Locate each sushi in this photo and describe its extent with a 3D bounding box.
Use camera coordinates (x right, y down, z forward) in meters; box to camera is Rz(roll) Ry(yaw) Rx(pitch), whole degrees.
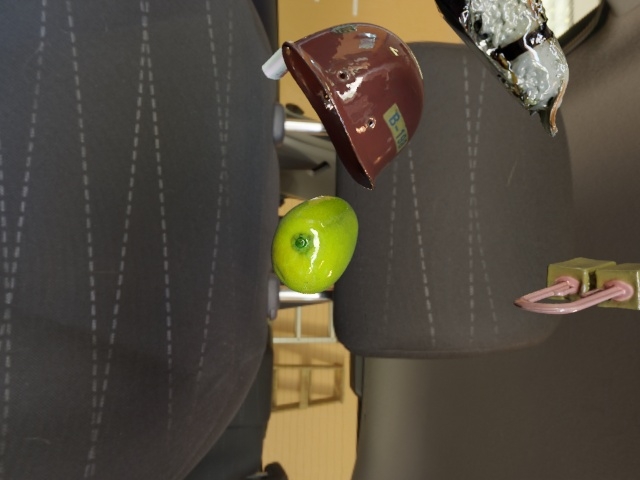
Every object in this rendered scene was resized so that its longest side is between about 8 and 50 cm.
[{"bbox_3d":[0.287,-0.284,0.636,0.109,0.273,0.134,-42,179,25],"label":"sushi"}]

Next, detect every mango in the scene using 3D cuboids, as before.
[{"bbox_3d":[0.000,0.000,0.960,0.343,0.156,0.192,-39,146,-66],"label":"mango"}]

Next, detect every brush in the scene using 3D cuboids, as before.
[{"bbox_3d":[0.294,0.053,0.499,0.103,0.233,0.047,3,-85,51],"label":"brush"}]

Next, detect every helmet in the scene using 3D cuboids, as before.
[{"bbox_3d":[0.104,-0.311,0.970,0.337,0.230,0.385,58,4,36],"label":"helmet"}]

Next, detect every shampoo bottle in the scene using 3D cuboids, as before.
[{"bbox_3d":[-0.083,-0.427,1.057,0.043,0.099,0.072,59,35,-1],"label":"shampoo bottle"}]
